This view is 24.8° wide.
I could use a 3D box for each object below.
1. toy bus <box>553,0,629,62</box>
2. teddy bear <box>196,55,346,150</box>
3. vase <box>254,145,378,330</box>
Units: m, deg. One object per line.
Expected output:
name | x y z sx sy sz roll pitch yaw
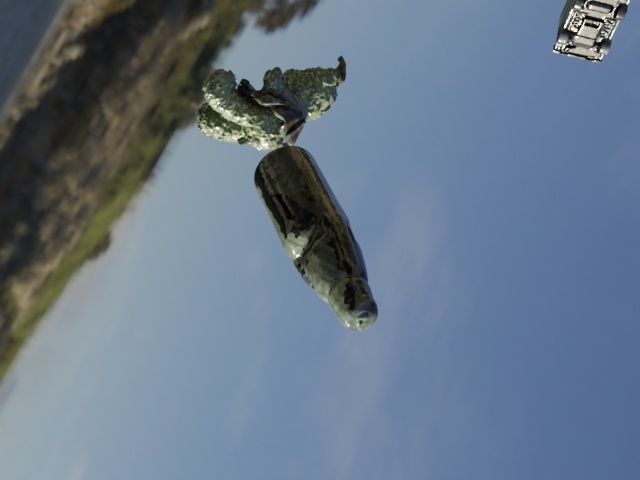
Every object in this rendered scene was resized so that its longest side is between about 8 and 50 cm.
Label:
toy bus | 0.298 -0.259 1.575 0.123 0.060 0.075 105 -3 -56
teddy bear | -0.054 -0.176 1.940 0.133 0.213 0.111 105 -31 -64
vase | 0.000 0.000 1.190 0.060 0.060 0.211 -56 -145 22
